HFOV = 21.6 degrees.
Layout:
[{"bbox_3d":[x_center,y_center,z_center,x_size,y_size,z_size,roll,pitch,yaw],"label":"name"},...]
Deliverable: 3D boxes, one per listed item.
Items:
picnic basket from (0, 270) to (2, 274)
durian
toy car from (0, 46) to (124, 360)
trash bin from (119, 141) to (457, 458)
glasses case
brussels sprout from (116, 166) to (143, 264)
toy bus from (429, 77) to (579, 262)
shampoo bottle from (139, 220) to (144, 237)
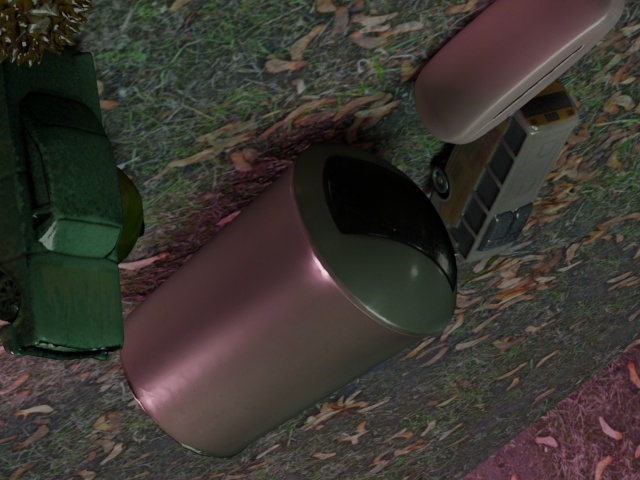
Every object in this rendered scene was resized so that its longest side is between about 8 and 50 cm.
[{"bbox_3d":[-0.472,0.055,1.630,0.321,0.291,0.254,-17,156,8],"label":"picnic basket"},{"bbox_3d":[-0.277,-0.227,1.470,0.183,0.138,0.249,-24,163,-27],"label":"durian"},{"bbox_3d":[-0.259,-0.045,1.619,0.097,0.320,0.141,-18,164,34],"label":"toy car"},{"bbox_3d":[-0.031,0.074,2.149,0.432,0.280,0.280,-38,154,30],"label":"trash bin"},{"bbox_3d":[0.233,-0.230,1.997,0.297,0.113,0.075,-40,151,27],"label":"glasses case"},{"bbox_3d":[-0.278,-0.028,1.855,0.162,0.143,0.180,14,160,-5],"label":"brussels sprout"},{"bbox_3d":[0.237,-0.104,2.224,0.097,0.138,0.342,-19,153,-23],"label":"toy bus"},{"bbox_3d":[-0.300,-0.001,1.986,0.183,0.050,0.087,-21,158,-13],"label":"shampoo bottle"}]
